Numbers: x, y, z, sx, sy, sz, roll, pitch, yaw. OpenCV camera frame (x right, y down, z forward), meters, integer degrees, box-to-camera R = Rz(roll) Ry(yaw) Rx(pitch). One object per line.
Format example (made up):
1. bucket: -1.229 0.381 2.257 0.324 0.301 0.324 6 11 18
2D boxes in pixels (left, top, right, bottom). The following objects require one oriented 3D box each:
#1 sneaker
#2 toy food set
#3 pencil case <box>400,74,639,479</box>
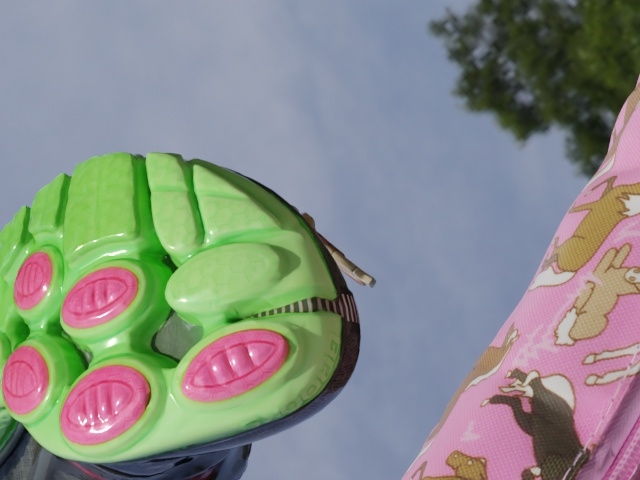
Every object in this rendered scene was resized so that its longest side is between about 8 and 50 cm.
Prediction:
1. sneaker: -0.111 0.078 0.937 0.202 0.483 0.185 16 -110 -29
2. toy food set: 0.000 0.000 1.288 0.122 0.019 0.078 36 175 8
3. pencil case: 0.160 0.039 0.703 0.386 0.160 0.167 -56 -46 -13
